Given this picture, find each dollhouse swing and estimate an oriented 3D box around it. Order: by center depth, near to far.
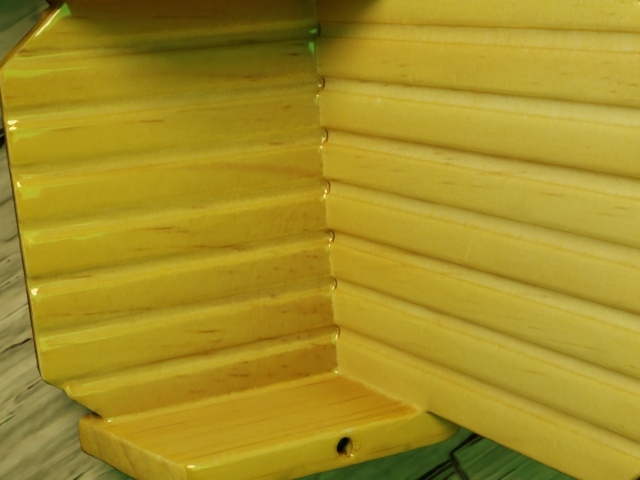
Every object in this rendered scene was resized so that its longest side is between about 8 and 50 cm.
[{"bbox_3d":[0.000,0.000,0.622,0.315,0.305,0.346,-10,108,-21],"label":"dollhouse swing"}]
